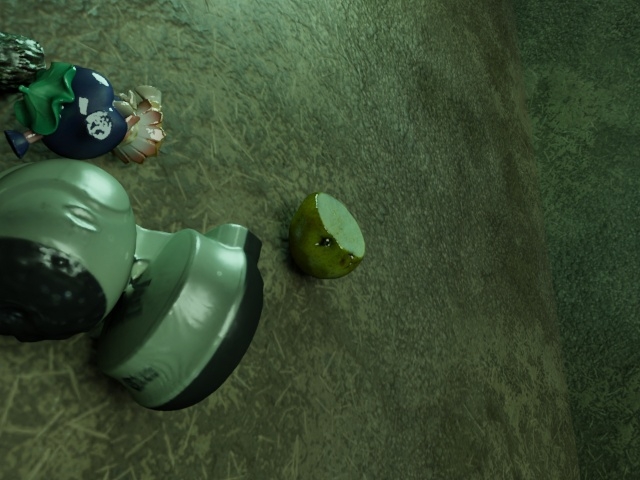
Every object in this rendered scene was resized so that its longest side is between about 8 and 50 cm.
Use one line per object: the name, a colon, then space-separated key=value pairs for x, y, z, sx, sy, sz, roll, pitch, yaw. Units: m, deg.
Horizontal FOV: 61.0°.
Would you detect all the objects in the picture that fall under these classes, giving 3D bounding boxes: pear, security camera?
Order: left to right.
security camera: x=-0.214 y=0.035 z=0.545 sx=0.277 sy=0.197 sz=0.191 roll=39 pitch=39 yaw=-28
pear: x=0.000 y=0.000 z=0.878 sx=0.141 sy=0.104 sz=0.141 roll=45 pitch=24 yaw=-26

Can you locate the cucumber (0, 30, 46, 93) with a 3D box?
cucumber: x=-0.400 y=-0.168 z=0.478 sx=0.293 sy=0.067 sz=0.068 roll=-15 pitch=90 yaw=-51

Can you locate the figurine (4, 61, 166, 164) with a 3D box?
figurine: x=-0.237 y=-0.134 z=0.596 sx=0.195 sy=0.111 sz=0.102 roll=-4 pitch=79 yaw=-71
